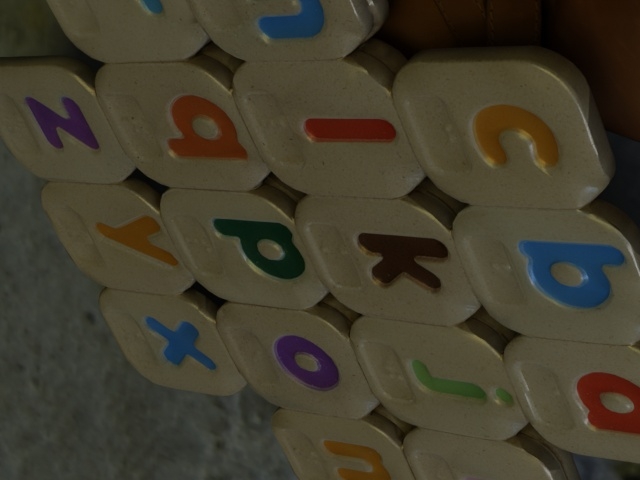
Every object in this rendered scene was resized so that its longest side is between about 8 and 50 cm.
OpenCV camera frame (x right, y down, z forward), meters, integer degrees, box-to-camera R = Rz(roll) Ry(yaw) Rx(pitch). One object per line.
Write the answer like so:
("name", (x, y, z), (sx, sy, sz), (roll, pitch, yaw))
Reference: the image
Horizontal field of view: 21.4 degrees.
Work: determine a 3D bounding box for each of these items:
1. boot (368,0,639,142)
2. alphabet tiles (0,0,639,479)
("boot", (0.089, -0.159, 0.506), (0.220, 0.109, 0.283), (5, 124, 32))
("alphabet tiles", (0.000, 0.000, 0.629), (0.278, 0.021, 0.284), (4, 130, 40))
